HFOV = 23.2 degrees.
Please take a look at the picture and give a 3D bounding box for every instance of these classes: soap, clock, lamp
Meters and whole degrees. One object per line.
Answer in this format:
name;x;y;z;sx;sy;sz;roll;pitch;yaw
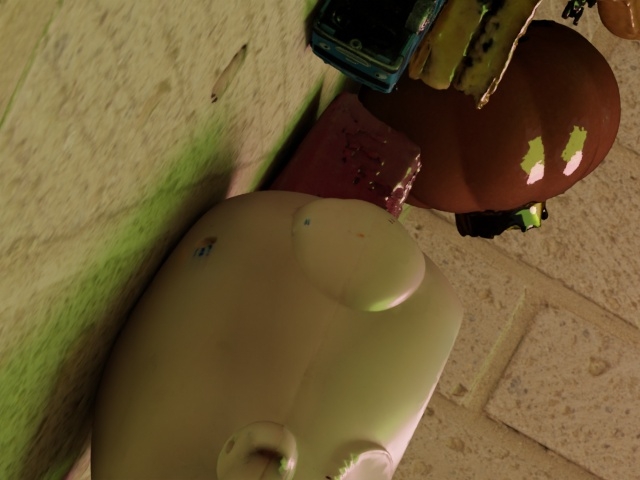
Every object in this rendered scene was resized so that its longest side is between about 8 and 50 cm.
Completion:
soap;0.000;0.000;1.662;0.220;0.127;0.325;-57;174;-19
clock;-0.056;0.141;1.300;0.368;0.250;0.376;-63;180;33
lamp;0.191;-0.125;1.772;0.305;0.305;0.239;-49;130;-62

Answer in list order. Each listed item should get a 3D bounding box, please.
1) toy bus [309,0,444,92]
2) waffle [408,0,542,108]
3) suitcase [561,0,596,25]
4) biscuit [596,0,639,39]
toy bus;0.067;-0.222;1.361;0.184;0.090;0.106;-59;177;-17
waffle;0.168;-0.282;1.577;0.308;0.091;0.213;-81;-163;-64
suitcase;0.280;-0.396;1.777;0.235;0.194;0.143;-62;-179;-11
biscuit;0.361;-0.404;1.608;0.365;0.062;0.385;14;90;-67
